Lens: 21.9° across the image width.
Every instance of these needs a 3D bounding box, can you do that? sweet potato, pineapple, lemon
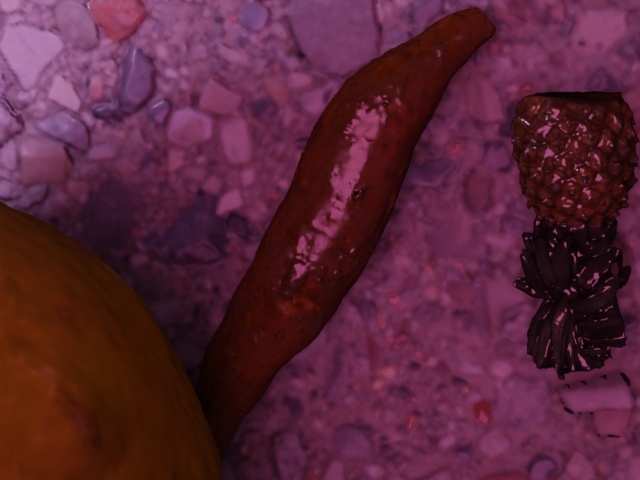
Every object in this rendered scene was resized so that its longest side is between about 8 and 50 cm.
[{"bbox_3d":[0.000,0.000,0.942,0.066,0.072,0.314,27,98,-6],"label":"sweet potato"},{"bbox_3d":[0.140,-0.003,0.914,0.074,0.074,0.159,1,101,13],"label":"pineapple"},{"bbox_3d":[-0.217,0.140,0.859,0.387,0.350,0.349,27,101,21],"label":"lemon"}]
